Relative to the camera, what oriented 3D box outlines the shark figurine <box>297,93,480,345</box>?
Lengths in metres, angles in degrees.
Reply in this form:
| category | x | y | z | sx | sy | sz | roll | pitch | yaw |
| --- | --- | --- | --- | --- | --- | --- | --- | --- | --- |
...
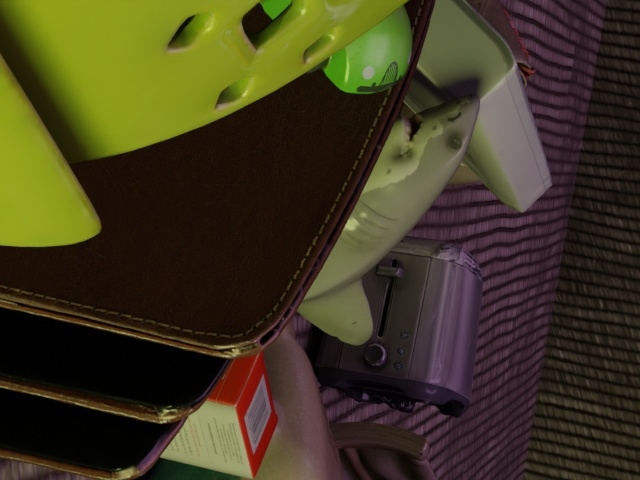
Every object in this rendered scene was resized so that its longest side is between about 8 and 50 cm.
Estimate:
| category | x | y | z | sx | sy | sz | roll | pitch | yaw |
| --- | --- | --- | --- | --- | --- | --- | --- | --- | --- |
| shark figurine | -0.023 | 0.015 | 0.953 | 0.116 | 0.278 | 0.166 | 45 | 59 | -27 |

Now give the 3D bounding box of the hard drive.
| category | x | y | z | sx | sy | sz | roll | pitch | yaw |
| --- | --- | --- | --- | --- | --- | --- | --- | --- | --- |
| hard drive | 0.052 | -0.139 | 1.086 | 0.047 | 0.233 | 0.353 | -44 | 166 | 3 |

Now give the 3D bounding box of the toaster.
| category | x | y | z | sx | sy | sz | roll | pitch | yaw |
| --- | --- | --- | --- | --- | --- | --- | --- | --- | --- |
| toaster | 0.081 | 0.079 | 1.507 | 0.227 | 0.129 | 0.146 | 36 | 64 | -71 |

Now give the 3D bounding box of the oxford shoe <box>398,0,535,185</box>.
| category | x | y | z | sx | sy | sz | roll | pitch | yaw |
| --- | --- | --- | --- | --- | --- | --- | --- | --- | --- |
| oxford shoe | 0.142 | -0.172 | 1.544 | 0.123 | 0.130 | 0.348 | 80 | 26 | -51 |

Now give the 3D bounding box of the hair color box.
| category | x | y | z | sx | sy | sz | roll | pitch | yaw |
| --- | --- | --- | --- | --- | --- | --- | --- | --- | --- |
| hair color box | -0.098 | 0.078 | 0.880 | 0.072 | 0.141 | 0.043 | 81 | 25 | -49 |

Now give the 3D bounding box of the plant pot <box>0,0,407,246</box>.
| category | x | y | z | sx | sy | sz | roll | pitch | yaw |
| --- | --- | --- | --- | --- | --- | --- | --- | --- | --- |
| plant pot | -0.110 | -0.144 | 0.520 | 0.207 | 0.227 | 0.228 | -45 | 154 | -14 |

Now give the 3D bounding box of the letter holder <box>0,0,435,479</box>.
| category | x | y | z | sx | sy | sz | roll | pitch | yaw |
| --- | --- | --- | --- | --- | --- | --- | --- | --- | --- |
| letter holder | -0.057 | -0.043 | 0.810 | 0.152 | 0.214 | 0.301 | 79 | 26 | -51 |

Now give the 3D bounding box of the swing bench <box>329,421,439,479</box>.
| category | x | y | z | sx | sy | sz | roll | pitch | yaw |
| --- | --- | --- | --- | --- | --- | --- | --- | --- | --- |
| swing bench | 0.009 | 0.298 | 1.356 | 0.253 | 0.165 | 0.254 | 65 | 34 | -63 |

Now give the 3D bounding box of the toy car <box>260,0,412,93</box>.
| category | x | y | z | sx | sy | sz | roll | pitch | yaw |
| --- | --- | --- | --- | --- | --- | --- | --- | --- | --- |
| toy car | -0.034 | -0.158 | 0.732 | 0.239 | 0.225 | 0.053 | -24 | 156 | -48 |

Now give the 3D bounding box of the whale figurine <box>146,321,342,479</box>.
| category | x | y | z | sx | sy | sz | roll | pitch | yaw |
| --- | --- | --- | --- | --- | --- | --- | --- | --- | --- |
| whale figurine | -0.061 | 0.151 | 1.133 | 0.216 | 0.141 | 0.272 | 71 | 9 | -58 |
